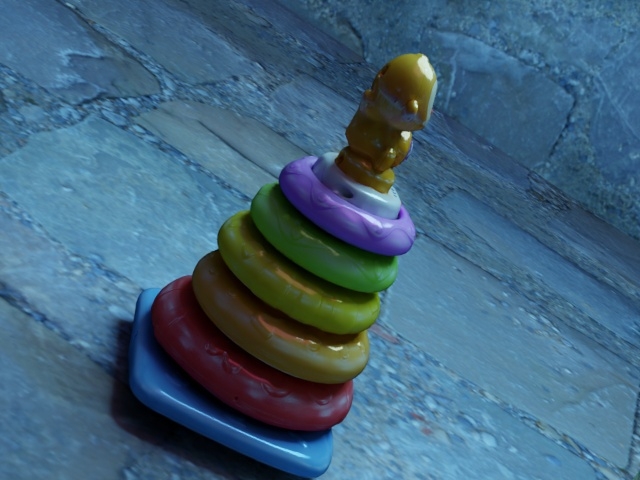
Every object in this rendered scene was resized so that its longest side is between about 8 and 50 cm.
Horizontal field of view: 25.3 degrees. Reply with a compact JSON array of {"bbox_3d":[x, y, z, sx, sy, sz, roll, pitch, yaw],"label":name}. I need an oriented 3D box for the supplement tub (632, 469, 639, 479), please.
[{"bbox_3d":[0.262,0.223,0.810,0.235,0.325,0.235,28,19,-10],"label":"supplement tub"}]

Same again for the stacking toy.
[{"bbox_3d":[0.000,0.000,1.006,0.165,0.302,0.175,26,18,-15],"label":"stacking toy"}]
